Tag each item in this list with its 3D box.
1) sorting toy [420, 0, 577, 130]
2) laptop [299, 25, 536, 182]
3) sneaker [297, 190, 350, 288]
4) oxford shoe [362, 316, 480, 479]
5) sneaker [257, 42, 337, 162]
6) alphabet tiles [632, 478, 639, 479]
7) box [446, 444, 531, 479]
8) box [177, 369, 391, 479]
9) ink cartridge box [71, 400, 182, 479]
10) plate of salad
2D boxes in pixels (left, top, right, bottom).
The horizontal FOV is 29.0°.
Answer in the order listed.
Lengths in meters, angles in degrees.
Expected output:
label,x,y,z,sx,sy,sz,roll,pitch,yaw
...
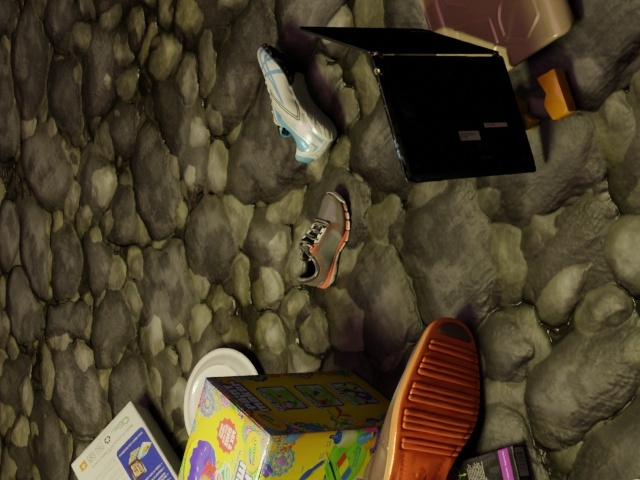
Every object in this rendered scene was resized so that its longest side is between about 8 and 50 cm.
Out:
label,x,y,z,sx,sy,sz,roll,pitch,yaw
sorting toy,0.249,-0.287,1.680,0.229,0.041,0.307,-29,72,49
laptop,0.127,-0.186,1.624,0.136,0.234,0.264,-28,74,51
sneaker,0.000,0.000,1.941,0.061,0.065,0.158,19,103,49
oxford shoe,0.119,0.280,1.714,0.133,0.130,0.363,-1,70,64
sneaker,-0.054,-0.227,1.999,0.086,0.085,0.237,-42,56,23
alphabet tiles,0.370,0.442,1.495,0.284,0.021,0.278,47,118,41
box,0.223,0.352,1.682,0.162,0.029,0.116,-27,66,45
box,-0.047,0.361,1.814,0.177,0.279,0.290,34,114,46
ink cartridge box,-0.315,0.476,2.247,0.176,0.069,0.371,-47,46,6
plate of salad,-0.163,0.287,2.141,0.200,0.048,0.200,-7,80,40
